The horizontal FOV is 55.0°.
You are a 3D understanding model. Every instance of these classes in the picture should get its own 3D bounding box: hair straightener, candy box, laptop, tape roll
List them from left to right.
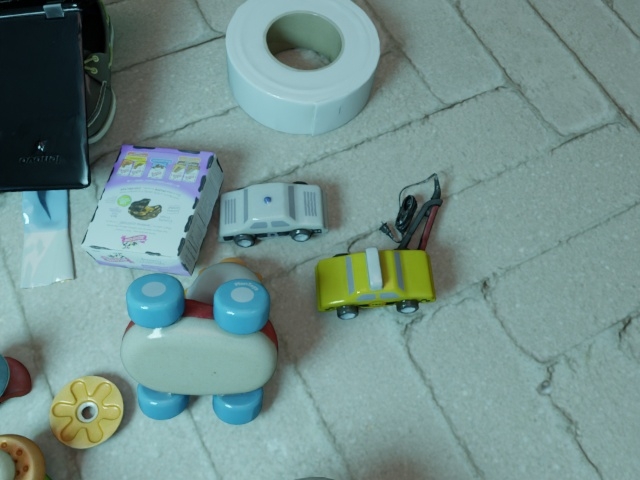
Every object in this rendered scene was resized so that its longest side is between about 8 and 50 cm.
[{"bbox_3d":[-0.520,-0.291,1.053,0.382,0.236,0.407,-1,38,11],"label":"laptop"},{"bbox_3d":[-0.264,-0.051,0.987,0.165,0.070,0.196,7,63,12],"label":"candy box"},{"bbox_3d":[-0.034,-0.340,1.154,0.286,0.100,0.286,3,64,-6],"label":"tape roll"},{"bbox_3d":[0.146,-0.024,1.045,0.089,0.047,0.230,22,70,5],"label":"hair straightener"}]

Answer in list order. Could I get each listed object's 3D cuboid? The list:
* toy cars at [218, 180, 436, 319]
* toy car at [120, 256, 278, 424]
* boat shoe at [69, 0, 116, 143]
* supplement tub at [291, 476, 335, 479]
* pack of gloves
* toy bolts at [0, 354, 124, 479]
[{"bbox_3d":[0.000,0.000,0.973,0.394,0.087,0.176,33,71,18],"label":"toy cars"},{"bbox_3d":[-0.163,0.104,0.900,0.211,0.219,0.238,4,35,-3],"label":"toy car"},{"bbox_3d":[-0.427,-0.315,1.103,0.109,0.091,0.304,-3,64,-7],"label":"boat shoe"},{"bbox_3d":[0.003,0.453,0.650,0.236,0.235,0.325,-23,48,-16],"label":"supplement tub"},{"bbox_3d":[-0.508,-0.031,0.983,0.195,0.046,0.232,-10,65,-12],"label":"pack of gloves"},{"bbox_3d":[-0.399,0.219,0.809,0.218,0.158,0.228,-39,74,-21],"label":"toy bolts"}]
